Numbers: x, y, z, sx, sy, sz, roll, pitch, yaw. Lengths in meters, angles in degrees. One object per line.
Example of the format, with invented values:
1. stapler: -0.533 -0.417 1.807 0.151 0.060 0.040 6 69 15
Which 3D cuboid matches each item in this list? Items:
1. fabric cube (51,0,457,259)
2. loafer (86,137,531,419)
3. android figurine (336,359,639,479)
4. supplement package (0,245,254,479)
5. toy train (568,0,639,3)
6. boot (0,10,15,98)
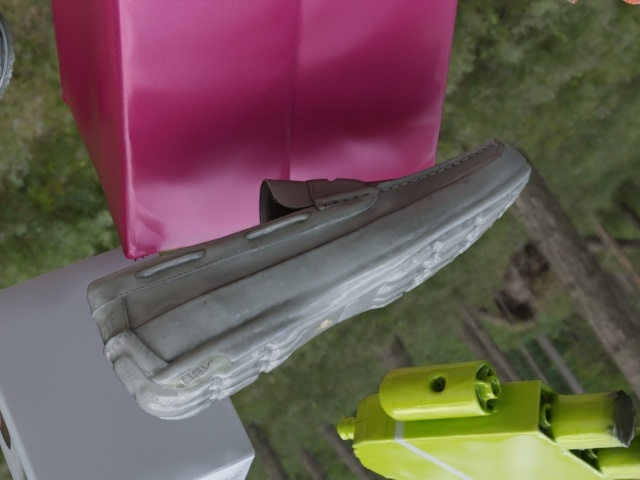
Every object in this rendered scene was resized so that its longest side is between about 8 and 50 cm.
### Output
1. fabric cube: -0.064 -0.178 0.878 0.259 0.254 0.258 -11 131 -19
2. loafer: 0.000 0.000 0.767 0.319 0.111 0.112 -27 165 -23
3. android figurine: 0.142 0.164 0.955 0.273 0.248 0.056 -10 -121 38
4. supplement package: -0.168 0.143 0.901 0.149 0.194 0.203 -21 158 -21
5. toy train: 0.284 -0.213 1.020 0.125 0.166 0.046 -34 145 -48
6. boot: -0.398 -0.133 1.121 0.208 0.076 0.189 -29 140 -59
